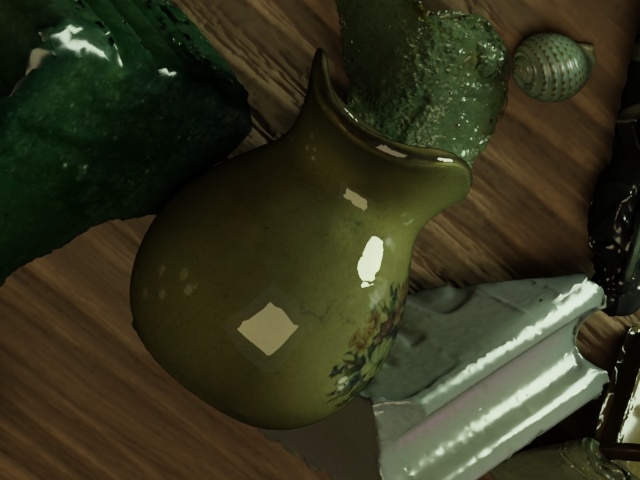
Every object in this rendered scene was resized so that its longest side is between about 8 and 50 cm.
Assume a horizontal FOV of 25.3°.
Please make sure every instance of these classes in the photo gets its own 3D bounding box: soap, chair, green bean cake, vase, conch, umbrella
[{"bbox_3d":[0.103,0.126,1.470,0.302,0.258,0.159,-27,119,-27],"label":"soap"},{"bbox_3d":[0.346,0.204,1.505,0.160,0.319,0.186,35,65,-19],"label":"chair"},{"bbox_3d":[-0.256,-0.090,1.236,0.308,0.169,0.300,-46,154,15],"label":"green bean cake"},{"bbox_3d":[0.000,0.000,1.295,0.241,0.329,0.302,39,102,13],"label":"vase"},{"bbox_3d":[0.224,-0.161,1.357,0.085,0.056,0.076,-1,129,-2],"label":"conch"},{"bbox_3d":[0.328,-0.080,1.374,0.113,0.106,0.357,-1,118,-20],"label":"umbrella"}]

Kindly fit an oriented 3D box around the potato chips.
[{"bbox_3d":[0.088,-0.163,1.348,0.228,0.059,0.167,33,120,-17],"label":"potato chips"}]
